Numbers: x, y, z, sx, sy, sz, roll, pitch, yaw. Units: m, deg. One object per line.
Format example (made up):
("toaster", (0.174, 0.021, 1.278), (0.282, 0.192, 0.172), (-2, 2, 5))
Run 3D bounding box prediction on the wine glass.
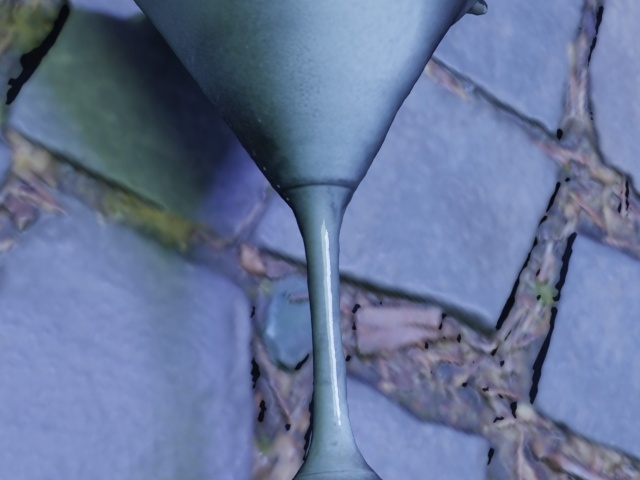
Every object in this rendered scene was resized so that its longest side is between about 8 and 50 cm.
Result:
("wine glass", (0.000, 0.000, 0.696), (0.156, 0.156, 0.232), (5, 74, -33))
